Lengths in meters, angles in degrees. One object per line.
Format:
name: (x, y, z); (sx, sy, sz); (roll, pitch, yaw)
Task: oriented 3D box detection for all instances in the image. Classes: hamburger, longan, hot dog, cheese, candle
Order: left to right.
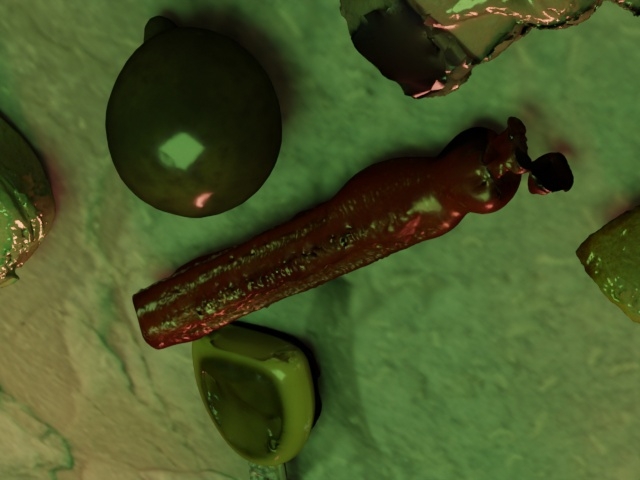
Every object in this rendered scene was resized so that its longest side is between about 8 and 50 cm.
hamburger: (-0.236, -0.026, 1.072); (0.133, 0.062, 0.140); (44, 133, -10)
longan: (-0.073, -0.069, 0.920); (0.119, 0.106, 0.106); (64, 144, 28)
cheese: (-0.038, 0.127, 1.097); (0.086, 0.036, 0.162); (13, 131, 24)
candle: (0.000, 0.000, 0.963); (0.329, 0.048, 0.051); (-24, 67, 41)
hot dog: (0.212, 0.019, 0.839); (0.169, 0.061, 0.078); (22, 105, 41)

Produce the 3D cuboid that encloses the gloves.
gloves: (0.077, -0.130, 0.775); (0.144, 0.094, 0.110); (-18, 121, 21)
